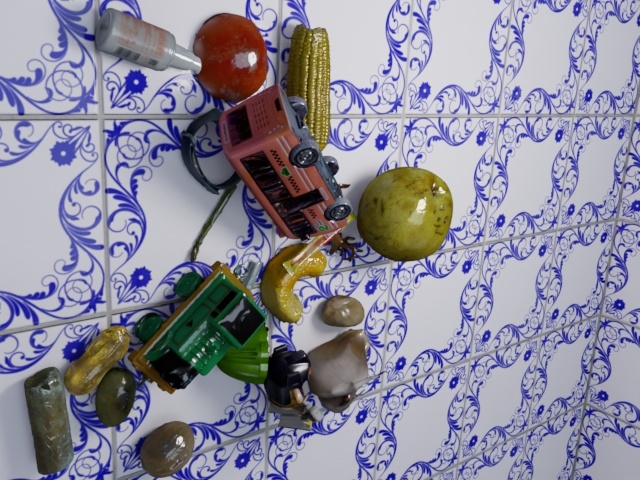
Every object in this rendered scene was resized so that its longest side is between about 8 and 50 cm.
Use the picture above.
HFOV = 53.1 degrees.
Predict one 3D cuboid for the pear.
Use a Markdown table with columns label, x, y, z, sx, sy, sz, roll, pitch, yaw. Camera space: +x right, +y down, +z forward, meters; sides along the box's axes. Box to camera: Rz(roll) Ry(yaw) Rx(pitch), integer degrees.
| label | x | y | z | sx | sy | sz | roll | pitch | yaw |
| --- | --- | --- | --- | --- | --- | --- | --- | --- | --- |
| pear | 0.270 | -0.089 | 2.009 | 0.304 | 0.304 | 0.304 | -12 | 111 | -35 |

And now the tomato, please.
| label | x | y | z | sx | sy | sz | roll | pitch | yaw |
| --- | --- | --- | --- | --- | --- | --- | --- | --- | --- |
| tomato | -0.219 | -0.465 | 1.643 | 0.199 | 0.112 | 0.228 | -33 | 119 | -24 |

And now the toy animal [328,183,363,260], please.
| label | x | y | z | sx | sy | sz | roll | pitch | yaw |
| --- | --- | --- | --- | --- | --- | --- | --- | --- | --- |
| toy animal | 0.041 | -0.060 | 1.985 | 0.260 | 0.087 | 0.243 | 10 | 99 | -37 |

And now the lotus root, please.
| label | x | y | z | sx | sy | sz | roll | pitch | yaw |
| --- | --- | --- | --- | --- | --- | --- | --- | --- | --- |
| lotus root | -0.243 | 0.323 | 1.847 | 0.186 | 0.186 | 0.186 | -12 | 111 | -35 |

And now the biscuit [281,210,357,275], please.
| label | x | y | z | sx | sy | sz | roll | pitch | yaw |
| --- | --- | --- | --- | --- | --- | --- | --- | --- | --- |
| biscuit | 0.000 | 0.000 | 1.910 | 0.292 | 0.026 | 0.048 | -42 | 91 | -25 |

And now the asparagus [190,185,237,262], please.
| label | x | y | z | sx | sy | sz | roll | pitch | yaw |
| --- | --- | --- | --- | --- | --- | --- | --- | --- | --- |
| asparagus | -0.298 | -0.050 | 1.760 | 0.248 | 0.025 | 0.024 | -61 | 144 | -7 |

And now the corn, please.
| label | x | y | z | sx | sy | sz | roll | pitch | yaw |
| --- | --- | --- | --- | --- | --- | --- | --- | --- | --- |
| corn | -0.031 | -0.423 | 1.786 | 0.131 | 0.131 | 0.344 | -10 | 110 | -36 |

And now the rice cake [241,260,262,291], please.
| label | x | y | z | sx | sy | sz | roll | pitch | yaw |
| --- | --- | --- | --- | --- | --- | --- | --- | --- | --- |
| rice cake | -0.226 | 0.155 | 1.874 | 0.033 | 0.033 | 0.207 | 28 | 84 | -50 |

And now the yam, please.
| label | x | y | z | sx | sy | sz | roll | pitch | yaw |
| --- | --- | --- | --- | --- | --- | --- | --- | --- | --- |
| yam | -0.669 | 0.443 | 1.578 | 0.093 | 0.093 | 0.259 | -14 | 112 | -35 |

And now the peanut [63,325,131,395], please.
| label | x | y | z | sx | sy | sz | roll | pitch | yaw |
| --- | --- | --- | --- | --- | --- | --- | --- | --- | --- |
| peanut | -0.563 | 0.302 | 1.622 | 0.206 | 0.087 | 0.087 | -50 | 128 | -13 |

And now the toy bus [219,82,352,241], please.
| label | x | y | z | sx | sy | sz | roll | pitch | yaw |
| --- | --- | --- | --- | --- | --- | --- | --- | --- | --- |
| toy bus | -0.084 | -0.182 | 1.689 | 0.233 | 0.203 | 0.427 | -22 | 141 | 9 |

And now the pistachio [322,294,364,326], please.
| label | x | y | z | sx | sy | sz | roll | pitch | yaw |
| --- | --- | --- | --- | --- | --- | --- | --- | --- | --- |
| pistachio | 0.081 | 0.238 | 2.097 | 0.185 | 0.108 | 0.126 | 14 | 118 | -47 |

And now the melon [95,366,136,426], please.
| label | x | y | z | sx | sy | sz | roll | pitch | yaw |
| --- | --- | --- | --- | --- | --- | --- | --- | --- | --- |
| melon | -0.535 | 0.410 | 1.668 | 0.099 | 0.099 | 0.162 | 6 | 101 | -39 |

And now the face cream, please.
| label | x | y | z | sx | sy | sz | roll | pitch | yaw |
| --- | --- | --- | --- | --- | --- | --- | --- | --- | --- |
| face cream | -0.393 | -0.455 | 1.512 | 0.252 | 0.101 | 0.101 | 11 | 96 | -40 |

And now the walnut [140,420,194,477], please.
| label | x | y | z | sx | sy | sz | roll | pitch | yaw |
| --- | --- | --- | --- | --- | --- | --- | --- | --- | --- |
| walnut | -0.425 | 0.582 | 1.785 | 0.162 | 0.140 | 0.140 | -29 | 120 | -18 |

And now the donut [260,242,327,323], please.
| label | x | y | z | sx | sy | sz | roll | pitch | yaw |
| --- | --- | --- | --- | --- | --- | --- | --- | --- | --- |
| donut | -0.096 | 0.124 | 1.934 | 0.152 | 0.101 | 0.259 | 24 | 92 | -34 |

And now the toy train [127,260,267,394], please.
| label | x | y | z | sx | sy | sz | roll | pitch | yaw |
| --- | --- | --- | --- | --- | --- | --- | --- | --- | --- |
| toy train | -0.315 | 0.238 | 1.688 | 0.429 | 0.249 | 0.178 | -49 | 128 | -16 |

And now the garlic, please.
| label | x | y | z | sx | sy | sz | roll | pitch | yaw |
| --- | --- | --- | --- | --- | --- | --- | --- | --- | --- |
| garlic | 0.077 | 0.450 | 2.034 | 0.246 | 0.340 | 0.231 | -16 | 107 | -4 |

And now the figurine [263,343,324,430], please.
| label | x | y | z | sx | sy | sz | roll | pitch | yaw |
| --- | --- | --- | --- | --- | --- | --- | --- | --- | --- |
| figurine | -0.094 | 0.434 | 1.899 | 0.143 | 0.308 | 0.308 | -43 | 126 | -32 |

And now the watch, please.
| label | x | y | z | sx | sy | sz | roll | pitch | yaw |
| --- | --- | --- | --- | --- | --- | --- | --- | --- | --- |
| watch | -0.277 | -0.236 | 1.694 | 0.206 | 0.068 | 0.193 | 38 | 78 | -41 |
